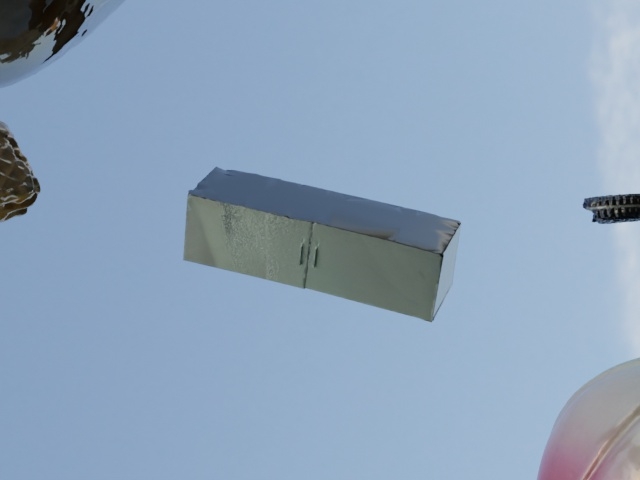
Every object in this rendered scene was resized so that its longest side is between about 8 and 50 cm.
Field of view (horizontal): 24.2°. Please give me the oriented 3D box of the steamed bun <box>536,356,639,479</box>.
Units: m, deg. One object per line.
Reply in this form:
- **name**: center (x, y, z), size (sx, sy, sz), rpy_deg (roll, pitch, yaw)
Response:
- **steamed bun**: center (0.357, 0.287, 1.632), size (0.309, 0.309, 0.309), rpy_deg (-13, -72, -46)

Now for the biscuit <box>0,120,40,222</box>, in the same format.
- **biscuit**: center (-0.406, -0.022, 1.151), size (0.379, 0.094, 0.054), rpy_deg (-15, -28, -31)

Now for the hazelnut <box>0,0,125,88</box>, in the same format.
- **hazelnut**: center (-0.267, -0.282, 1.046), size (0.359, 0.359, 0.409), rpy_deg (-58, -7, -22)

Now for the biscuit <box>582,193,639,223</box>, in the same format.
- **biscuit**: center (0.291, -0.031, 1.463), size (0.087, 0.089, 0.027), rpy_deg (-2, -93, -22)

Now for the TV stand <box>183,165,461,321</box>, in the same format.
- **TV stand**: center (0.000, 0.000, 1.526), size (0.088, 0.270, 0.082), rpy_deg (-55, -26, -59)
